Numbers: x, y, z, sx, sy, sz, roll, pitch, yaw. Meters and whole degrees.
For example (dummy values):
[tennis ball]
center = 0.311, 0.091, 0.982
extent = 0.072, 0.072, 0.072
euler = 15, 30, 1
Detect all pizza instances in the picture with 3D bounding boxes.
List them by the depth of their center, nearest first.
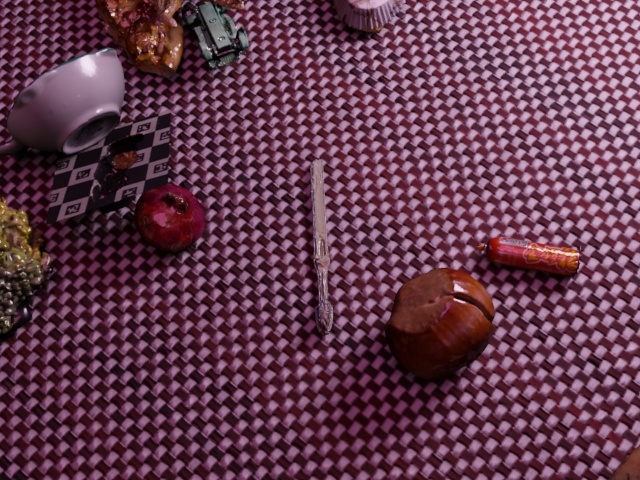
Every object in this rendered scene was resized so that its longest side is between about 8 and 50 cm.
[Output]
[pizza]
center = -0.303, -0.369, 1.479
extent = 0.127, 0.058, 0.246
euler = -22, 63, -8

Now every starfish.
[starfish]
center = -0.212, -0.439, 1.478
extent = 0.299, 0.060, 0.302
euler = -10, 47, -10

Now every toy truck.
[toy truck]
center = -0.171, -0.336, 1.458
extent = 0.080, 0.078, 0.154
euler = -21, 49, -9

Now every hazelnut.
[hazelnut]
center = 0.163, 0.114, 1.199
extent = 0.143, 0.143, 0.154
euler = 35, 78, 17

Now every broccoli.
[broccoli]
center = -0.524, 0.011, 1.237
extent = 0.243, 0.180, 0.273
euler = -29, 67, -10

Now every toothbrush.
[toothbrush]
center = 0.000, 0.002, 1.310
extent = 0.026, 0.028, 0.294
euler = -3, 59, -1

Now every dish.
[dish]
center = -0.377, -0.181, 1.333
extent = 0.246, 0.224, 0.078
euler = -38, 85, 18

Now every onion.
[onion]
center = -0.221, -0.036, 1.298
extent = 0.107, 0.097, 0.107
euler = 10, 57, -16

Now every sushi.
[sushi]
center = -0.306, -0.096, 1.332
extent = 0.192, 0.050, 0.215
euler = -18, 38, 6

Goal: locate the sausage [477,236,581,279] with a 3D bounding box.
[sausage]
center = 0.300, 0.019, 1.279
extent = 0.146, 0.048, 0.050
euler = 10, 103, 8

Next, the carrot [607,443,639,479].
[carrot]
center = 0.479, 0.264, 1.109
extent = 0.139, 0.138, 0.302
euler = 37, 71, 18

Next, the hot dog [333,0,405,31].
[hot dog]
center = 0.062, -0.462, 1.508
extent = 0.131, 0.069, 0.252
euler = -24, 63, 1
